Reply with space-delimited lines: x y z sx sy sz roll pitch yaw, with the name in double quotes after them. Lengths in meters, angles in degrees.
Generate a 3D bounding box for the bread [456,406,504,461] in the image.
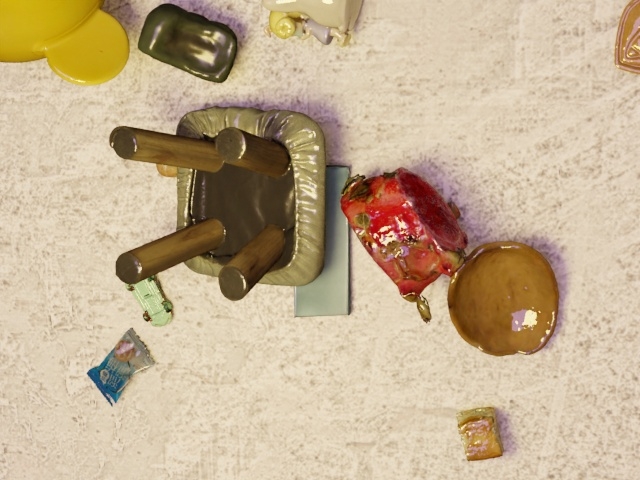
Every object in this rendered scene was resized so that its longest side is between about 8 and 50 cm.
0.275 0.333 1.850 0.070 0.077 0.083 -12 95 7 "bread"

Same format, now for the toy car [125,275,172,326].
-0.319 0.104 2.017 0.059 0.035 0.122 -26 99 20 "toy car"

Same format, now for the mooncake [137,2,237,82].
-0.227 -0.339 1.847 0.168 0.175 0.104 39 110 35 "mooncake"

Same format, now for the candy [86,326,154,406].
-0.381 0.244 2.061 0.136 0.038 0.088 -45 71 12 "candy"

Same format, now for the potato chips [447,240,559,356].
0.308 0.095 1.794 0.208 0.062 0.195 39 104 -13 "potato chips"

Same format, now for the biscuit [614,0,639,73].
0.551 -0.342 1.672 0.220 0.029 0.142 -43 85 19 "biscuit"

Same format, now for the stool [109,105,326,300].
-0.167 -0.063 1.796 0.310 0.226 0.310 5 102 29 "stool"

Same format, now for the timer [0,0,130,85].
-0.488 -0.458 1.837 0.387 0.376 0.376 14 104 -10 "timer"

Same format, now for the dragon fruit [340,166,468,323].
0.153 -0.016 1.757 0.147 0.211 0.282 -37 66 12 "dragon fruit"

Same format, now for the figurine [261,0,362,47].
-0.053 -0.421 1.803 0.235 0.127 0.155 16 123 16 "figurine"

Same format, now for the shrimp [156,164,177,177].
-0.253 -0.146 1.962 0.108 0.023 0.059 -5 89 18 "shrimp"

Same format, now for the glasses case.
0.000 0.000 1.898 0.105 0.056 0.266 -2 99 -7 "glasses case"
